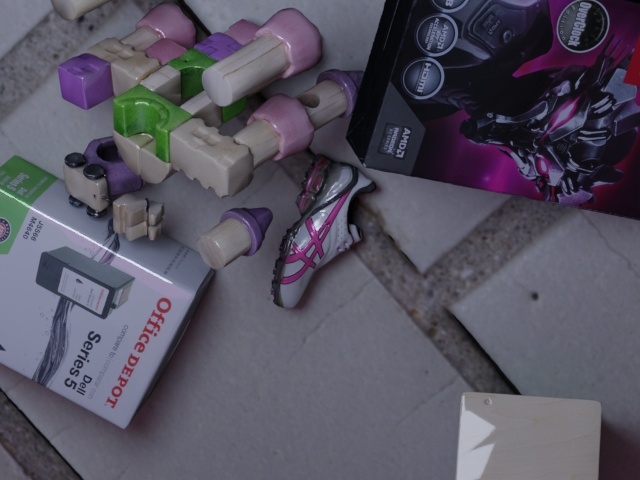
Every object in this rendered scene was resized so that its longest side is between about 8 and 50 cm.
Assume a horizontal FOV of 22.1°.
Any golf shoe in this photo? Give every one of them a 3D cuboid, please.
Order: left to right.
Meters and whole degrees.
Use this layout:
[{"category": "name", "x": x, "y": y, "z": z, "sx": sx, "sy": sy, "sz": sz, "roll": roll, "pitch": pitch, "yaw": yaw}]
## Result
[{"category": "golf shoe", "x": 0.000, "y": 0.000, "z": 1.849, "sx": 0.086, "sy": 0.067, "sz": 0.186, "roll": 21, "pitch": 109, "yaw": 1}]

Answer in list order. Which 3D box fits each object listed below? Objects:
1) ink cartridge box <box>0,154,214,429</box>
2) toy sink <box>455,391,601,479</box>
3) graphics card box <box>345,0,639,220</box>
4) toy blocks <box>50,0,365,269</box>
[{"category": "ink cartridge box", "x": -0.288, "y": 0.059, "z": 1.887, "sx": 0.273, "sy": 0.115, "sz": 0.198, "roll": 28, "pitch": 110, "yaw": -1}, {"category": "toy sink", "x": 0.234, "y": 0.243, "z": 1.839, "sx": 0.153, "sy": 0.234, "sz": 0.131, "roll": 3, "pitch": 78, "yaw": 9}, {"category": "graphics card box", "x": 0.233, "y": -0.160, "z": 1.683, "sx": 0.371, "sy": 0.094, "sz": 0.232, "roll": 11, "pitch": 112, "yaw": -17}, {"category": "toy blocks", "x": -0.102, "y": -0.164, "z": 1.760, "sx": 0.289, "sy": 0.260, "sz": 0.309, "roll": 30, "pitch": 138, "yaw": 28}]
